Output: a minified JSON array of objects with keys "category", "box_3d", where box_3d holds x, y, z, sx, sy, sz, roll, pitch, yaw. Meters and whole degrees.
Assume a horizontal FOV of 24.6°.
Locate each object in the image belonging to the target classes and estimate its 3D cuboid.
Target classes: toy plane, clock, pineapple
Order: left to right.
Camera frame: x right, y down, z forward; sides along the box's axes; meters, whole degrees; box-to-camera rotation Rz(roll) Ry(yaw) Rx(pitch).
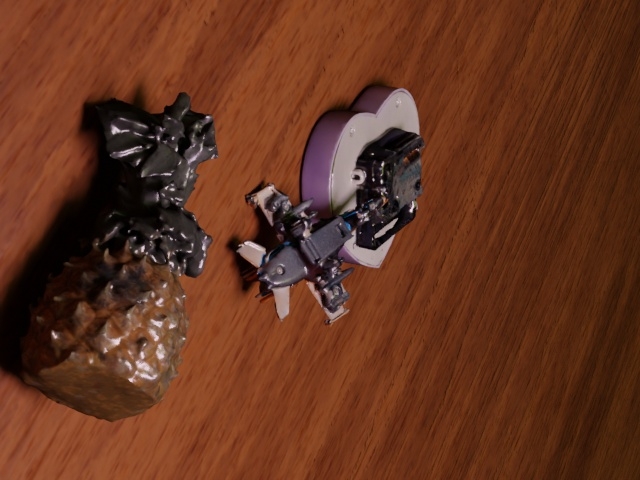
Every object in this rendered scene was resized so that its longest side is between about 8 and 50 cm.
[{"category":"pineapple","box_3d":[-0.130,0.001,1.033,0.119,0.111,0.237,119,-14,-63]},{"category":"toy plane","box_3d":[0.007,-0.003,1.293,0.188,0.062,0.135,-32,94,-32]},{"category":"clock","box_3d":[0.054,-0.052,1.420,0.198,0.064,0.172,-35,129,-54]}]
